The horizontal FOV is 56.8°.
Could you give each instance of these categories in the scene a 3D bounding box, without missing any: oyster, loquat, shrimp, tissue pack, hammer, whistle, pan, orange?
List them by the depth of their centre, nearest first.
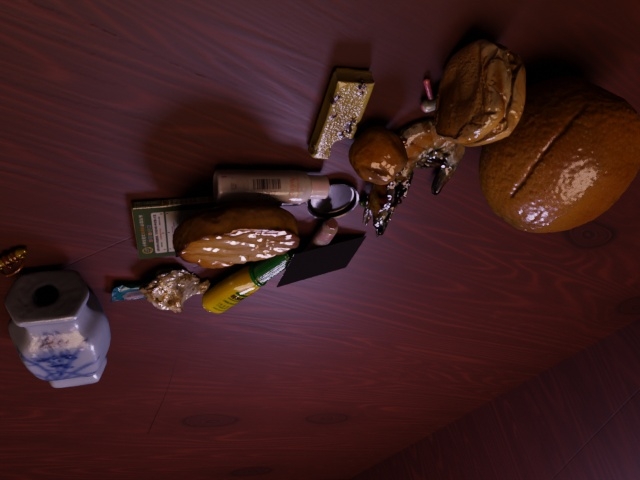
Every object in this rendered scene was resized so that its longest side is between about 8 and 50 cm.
[{"bbox_3d":[0.236,-0.317,1.280,0.052,0.031,0.083,-24,138,6],"label":"hammer"},{"bbox_3d":[0.523,-0.181,1.324,0.322,0.322,0.357,3,132,-25],"label":"orange"},{"bbox_3d":[0.131,-0.189,1.326,0.137,0.137,0.113,-24,173,12],"label":"loquat"},{"bbox_3d":[-0.738,0.054,1.385,0.109,0.057,0.046,-23,124,10],"label":"whistle"},{"bbox_3d":[0.237,-0.147,1.475,0.233,0.071,0.365,-5,135,-21],"label":"shrimp"},{"bbox_3d":[-0.014,-0.102,1.479,0.235,0.028,0.136,-1,142,-26],"label":"pan"},{"bbox_3d":[-0.389,0.136,1.618,0.191,0.081,0.163,-22,145,-28],"label":"oyster"},{"bbox_3d":[-0.503,0.137,1.624,0.138,0.028,0.085,-3,147,-26],"label":"tissue pack"}]

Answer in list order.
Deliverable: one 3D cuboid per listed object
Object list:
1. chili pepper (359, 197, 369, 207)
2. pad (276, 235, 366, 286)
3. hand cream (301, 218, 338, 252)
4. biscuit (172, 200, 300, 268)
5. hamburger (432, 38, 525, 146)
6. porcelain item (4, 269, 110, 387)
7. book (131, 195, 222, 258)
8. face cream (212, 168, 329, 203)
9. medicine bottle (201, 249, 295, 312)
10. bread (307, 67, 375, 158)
[{"bbox_3d":[0.137,-0.096,1.553,0.091,0.034,0.030,9,105,-30],"label":"chili pepper"},{"bbox_3d":[0.004,0.058,1.668,0.245,0.006,0.170,-14,151,-31],"label":"pad"},{"bbox_3d":[0.000,0.000,1.606,0.067,0.043,0.210,-3,157,-19],"label":"hand cream"},{"bbox_3d":[-0.196,-0.015,1.384,0.296,0.102,0.296,-8,165,-2],"label":"biscuit"},{"bbox_3d":[0.318,-0.294,1.191,0.108,0.214,0.214,12,137,-28],"label":"hamburger"},{"bbox_3d":[-0.687,0.252,1.575,0.242,0.178,0.405,-5,143,-14],"label":"porcelain item"},{"bbox_3d":[-0.320,-0.033,1.456,0.264,0.027,0.202,-6,145,-15],"label":"book"},{"bbox_3d":[-0.109,-0.124,1.366,0.269,0.082,0.082,-2,143,-19],"label":"face cream"},{"bbox_3d":[-0.199,0.108,1.658,0.309,0.076,0.111,-34,162,21],"label":"medicine bottle"},{"bbox_3d":[0.040,-0.262,1.260,0.088,0.049,0.226,-2,144,-19],"label":"bread"}]
